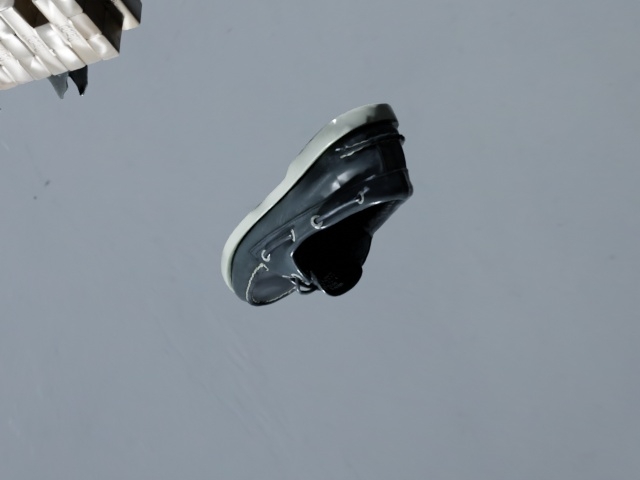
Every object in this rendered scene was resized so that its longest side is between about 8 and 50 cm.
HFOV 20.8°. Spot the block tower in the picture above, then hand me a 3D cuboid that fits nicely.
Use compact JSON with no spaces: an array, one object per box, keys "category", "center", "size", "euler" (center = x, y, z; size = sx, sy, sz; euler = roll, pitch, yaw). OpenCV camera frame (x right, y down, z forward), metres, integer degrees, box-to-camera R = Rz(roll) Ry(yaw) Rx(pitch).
[{"category":"block tower","center":[-0.325,-0.181,1.520],"size":[0.335,0.097,0.091],"euler":[-15,50,21]}]

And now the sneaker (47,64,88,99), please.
[{"category":"sneaker","center":[-0.287,-0.214,1.738],"size":[0.051,0.170,0.089],"euler":[-11,124,-45]}]

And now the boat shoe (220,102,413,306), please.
[{"category":"boat shoe","center":[0.004,-0.001,1.765],"size":[0.127,0.340,0.113],"euler":[-12,66,-38]}]
